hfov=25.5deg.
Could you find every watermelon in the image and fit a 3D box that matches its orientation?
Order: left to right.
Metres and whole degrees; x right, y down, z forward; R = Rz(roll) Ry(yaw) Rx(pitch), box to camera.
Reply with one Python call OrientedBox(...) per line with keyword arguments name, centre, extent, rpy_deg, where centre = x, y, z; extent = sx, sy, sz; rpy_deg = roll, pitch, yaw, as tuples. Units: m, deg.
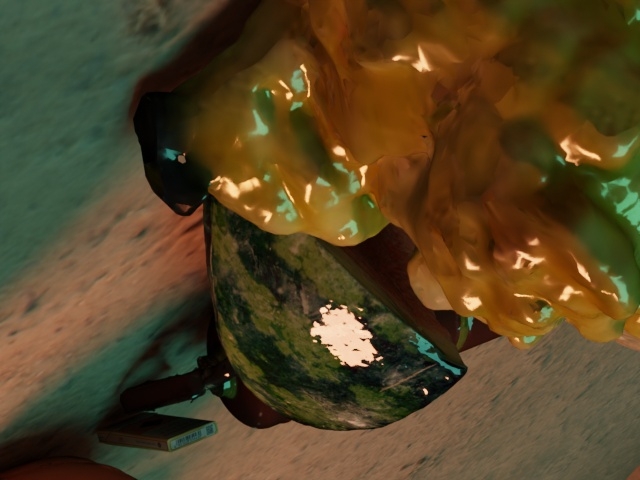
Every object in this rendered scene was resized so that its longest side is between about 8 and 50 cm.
OrientedBox(name="watermelon", centre=(-0.016, 0.015, 0.867), extent=(0.136, 0.207, 0.202), rpy_deg=(-31, -160, 9))

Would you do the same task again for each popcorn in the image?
OrientedBox(name="popcorn", centre=(0.106, -0.070, 0.692), extent=(0.237, 0.293, 0.293), rpy_deg=(-25, 155, -45))

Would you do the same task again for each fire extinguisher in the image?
OrientedBox(name="fire extinguisher", centre=(0.021, 0.060, 1.037), extent=(0.341, 0.105, 0.141), rpy_deg=(-17, 171, -29))

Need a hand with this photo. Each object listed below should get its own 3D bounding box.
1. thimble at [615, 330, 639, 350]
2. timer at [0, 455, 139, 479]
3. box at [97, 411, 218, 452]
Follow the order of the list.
OrientedBox(name="thimble", centre=(0.242, -0.073, 0.884), extent=(0.291, 0.291, 0.195), rpy_deg=(-40, 166, 3))
OrientedBox(name="timer", centre=(-0.183, 0.269, 0.973), extent=(0.230, 0.215, 0.229), rpy_deg=(-28, 151, -17))
OrientedBox(name="box", centre=(-0.117, 0.137, 1.012), extent=(0.083, 0.012, 0.046), rpy_deg=(0, -167, 46))
